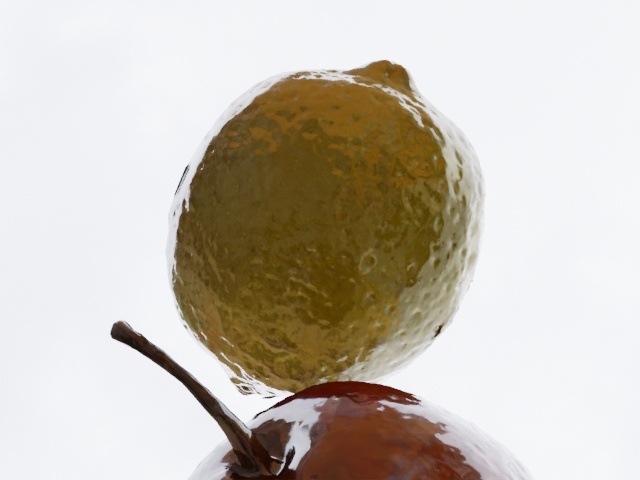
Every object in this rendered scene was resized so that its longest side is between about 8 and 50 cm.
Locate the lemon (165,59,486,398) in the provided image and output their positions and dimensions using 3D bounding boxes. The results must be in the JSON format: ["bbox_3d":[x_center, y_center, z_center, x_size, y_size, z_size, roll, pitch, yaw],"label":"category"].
[{"bbox_3d":[0.000,0.000,1.052,0.253,0.253,0.310,31,-75,16],"label":"lemon"}]

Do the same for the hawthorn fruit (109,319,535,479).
[{"bbox_3d":[0.020,0.198,0.741,0.235,0.263,0.231,12,-96,33],"label":"hawthorn fruit"}]
